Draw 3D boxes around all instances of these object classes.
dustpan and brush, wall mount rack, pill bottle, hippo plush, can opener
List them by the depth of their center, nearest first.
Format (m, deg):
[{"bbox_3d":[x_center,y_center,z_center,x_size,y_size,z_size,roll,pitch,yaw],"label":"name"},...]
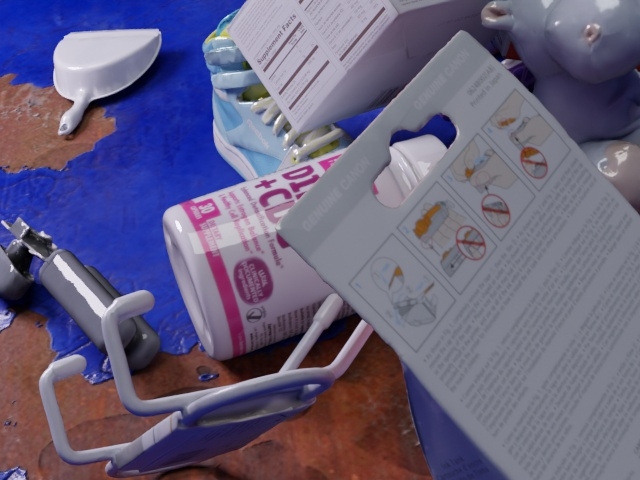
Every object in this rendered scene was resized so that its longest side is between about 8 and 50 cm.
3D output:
[{"bbox_3d":[-0.059,0.097,1.234,0.304,0.350,0.130,-9,76,-27],"label":"wall mount rack"},{"bbox_3d":[0.000,0.000,1.468,0.283,0.160,0.160,-20,37,-12],"label":"pill bottle"},{"bbox_3d":[0.294,-0.185,1.537,0.234,0.236,0.294,-28,28,-24],"label":"hippo plush"},{"bbox_3d":[-0.272,0.064,1.551,0.095,0.076,0.283,-51,44,1],"label":"can opener"},{"bbox_3d":[-0.302,-0.207,1.932,0.147,0.060,0.211,0,30,17],"label":"dustpan and brush"}]

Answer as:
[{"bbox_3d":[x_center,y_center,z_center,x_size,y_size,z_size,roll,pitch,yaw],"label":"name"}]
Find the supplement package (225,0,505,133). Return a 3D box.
[{"bbox_3d":[0.072,-0.251,1.568,0.262,0.204,0.145,-21,72,-44],"label":"supplement package"}]

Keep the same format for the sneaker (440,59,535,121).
[{"bbox_3d":[0.218,-0.170,1.745,0.170,0.068,0.071,-11,50,15],"label":"sneaker"}]

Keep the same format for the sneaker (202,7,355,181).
[{"bbox_3d":[-0.038,-0.144,1.637,0.127,0.208,0.319,-28,40,-23],"label":"sneaker"}]

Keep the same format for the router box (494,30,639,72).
[{"bbox_3d":[0.339,-0.317,1.803,0.301,0.082,0.335,6,34,-11],"label":"router box"}]

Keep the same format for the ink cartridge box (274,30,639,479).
[{"bbox_3d":[0.155,0.058,1.201,0.308,0.385,0.091,-48,7,-39],"label":"ink cartridge box"}]

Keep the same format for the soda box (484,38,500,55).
[{"bbox_3d":[0.174,-0.299,1.916,0.058,0.063,0.183,-26,38,-21],"label":"soda box"}]
